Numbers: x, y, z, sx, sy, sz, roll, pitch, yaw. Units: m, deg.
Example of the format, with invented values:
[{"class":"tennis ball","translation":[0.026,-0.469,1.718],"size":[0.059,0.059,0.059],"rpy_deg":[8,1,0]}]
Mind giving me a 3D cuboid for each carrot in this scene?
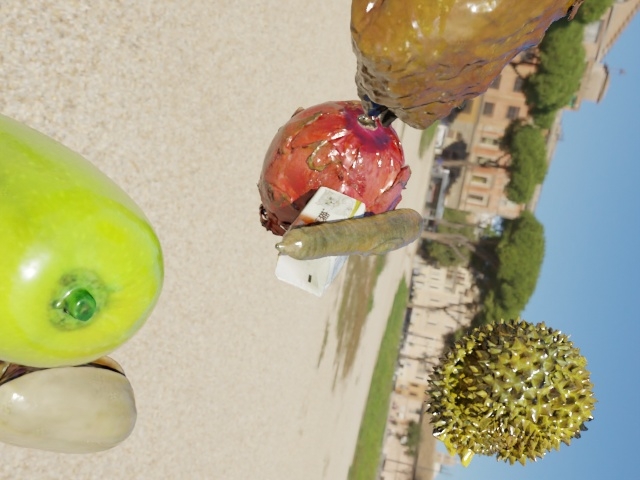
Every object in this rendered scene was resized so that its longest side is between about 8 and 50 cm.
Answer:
[{"class":"carrot","translation":[0.055,-0.004,1.009],"size":[0.342,0.070,0.070],"rpy_deg":[-11,115,-51]}]

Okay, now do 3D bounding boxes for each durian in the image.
[{"class":"durian","translation":[0.321,0.255,1.176],"size":[0.258,0.293,0.258],"rpy_deg":[-23,90,-82]}]

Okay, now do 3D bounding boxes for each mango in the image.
[{"class":"mango","translation":[-0.264,-0.024,0.527],"size":[0.156,0.343,0.192],"rpy_deg":[-58,156,0]}]

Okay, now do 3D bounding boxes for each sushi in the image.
[{"class":"sushi","translation":[0.112,-0.196,0.450],"size":[0.287,0.149,0.140],"rpy_deg":[-45,152,20]}]

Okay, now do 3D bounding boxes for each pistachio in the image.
[{"class":"pistachio","translation":[-0.311,0.191,0.806],"size":[0.206,0.129,0.131],"rpy_deg":[28,91,-48]}]

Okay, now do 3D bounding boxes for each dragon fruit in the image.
[{"class":"dragon fruit","translation":[0.023,-0.124,1.332],"size":[0.301,0.296,0.295],"rpy_deg":[-49,-166,40]}]

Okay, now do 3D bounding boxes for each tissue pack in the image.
[{"class":"tissue pack","translation":[-0.001,-0.001,1.139],"size":[0.148,0.099,0.106],"rpy_deg":[-54,163,-45]}]
